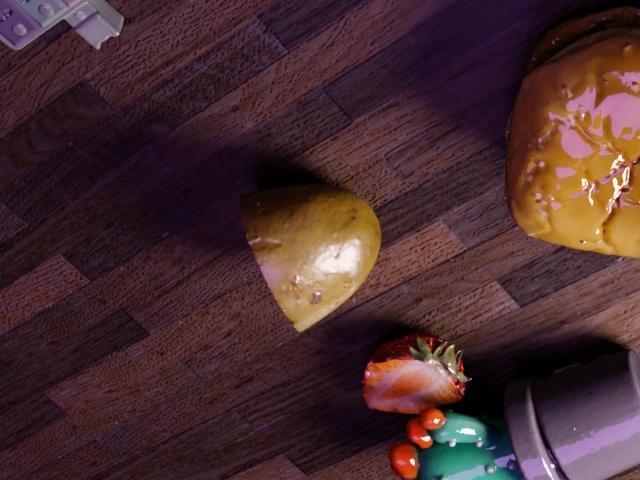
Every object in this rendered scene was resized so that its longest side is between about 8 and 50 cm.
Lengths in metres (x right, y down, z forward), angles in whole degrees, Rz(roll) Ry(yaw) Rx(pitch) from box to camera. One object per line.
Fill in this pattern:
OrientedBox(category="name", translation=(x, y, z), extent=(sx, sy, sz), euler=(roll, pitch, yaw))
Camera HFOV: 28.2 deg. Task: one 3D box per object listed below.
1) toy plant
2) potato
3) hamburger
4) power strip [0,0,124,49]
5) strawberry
OrientedBox(category="toy plant", translation=(0.291, 0.294, 1.822), extent=(0.400, 0.279, 0.185), euler=(-24, 78, 21))
OrientedBox(category="potato", translation=(0.000, 0.000, 1.657), extent=(0.158, 0.178, 0.203), euler=(-25, 108, 9))
OrientedBox(category="hamburger", translation=(0.360, -0.122, 1.481), extent=(0.318, 0.158, 0.319), euler=(2, 125, 4))
OrientedBox(category="power strip", translation=(-0.303, -0.299, 1.534), extent=(0.215, 0.061, 0.145), euler=(-26, 127, 29))
OrientedBox(category="strawberry", translation=(0.134, 0.194, 1.839), extent=(0.146, 0.082, 0.187), euler=(40, 132, -15))
